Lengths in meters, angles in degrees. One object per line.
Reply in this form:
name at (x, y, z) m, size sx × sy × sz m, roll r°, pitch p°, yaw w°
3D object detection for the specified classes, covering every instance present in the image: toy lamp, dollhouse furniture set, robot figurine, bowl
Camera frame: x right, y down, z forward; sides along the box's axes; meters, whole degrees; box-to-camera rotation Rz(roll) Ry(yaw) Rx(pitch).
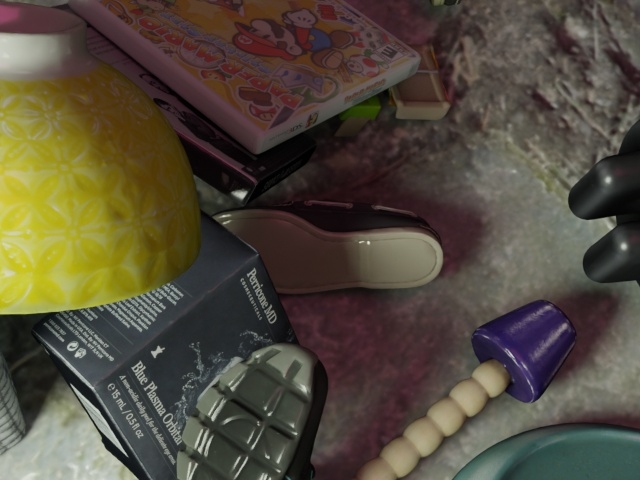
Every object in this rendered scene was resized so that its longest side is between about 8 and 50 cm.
toy lamp at (0.095, 0.146, 1.071) m, size 0.275 × 0.080 × 0.080 m, roll -36°, pitch 79°, yaw -17°
dollhouse furniture set at (0.037, -0.133, 1.190) m, size 0.152 × 0.058 × 0.076 m, roll -2°, pitch 62°, yaw -29°
robot figurine at (0.356, -0.032, 1.122) m, size 0.278 × 0.173 × 0.209 m, roll -8°, pitch 115°, yaw -10°
bowl at (-0.219, -0.075, 0.895) m, size 0.290 × 0.289 × 0.156 m, roll 4°, pitch 110°, yaw -6°

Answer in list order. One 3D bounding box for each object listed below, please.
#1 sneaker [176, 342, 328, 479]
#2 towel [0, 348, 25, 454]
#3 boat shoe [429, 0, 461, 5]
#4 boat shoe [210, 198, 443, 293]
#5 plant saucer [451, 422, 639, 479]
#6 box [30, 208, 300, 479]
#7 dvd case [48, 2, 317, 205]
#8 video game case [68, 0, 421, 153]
sneaker at (-0.055, 0.200, 0.980) m, size 0.101 × 0.106 × 0.267 m, roll 30°, pitch 99°, yaw 41°
towel at (-0.358, 0.139, 0.930) m, size 0.284 × 0.235 × 0.121 m, roll -36°, pitch 75°, yaw -18°
boat shoe at (0.149, -0.314, 1.239) m, size 0.073 × 0.080 × 0.223 m, roll 12°, pitch 65°, yaw 2°
boat shoe at (0.000, 0.000, 1.130) m, size 0.206 × 0.075 × 0.065 m, roll 4°, pitch 27°, yaw -1°
plant saucer at (0.239, 0.247, 0.990) m, size 0.318 × 0.043 × 0.317 m, roll 7°, pitch 38°, yaw -6°
box at (-0.107, 0.087, 1.010) m, size 0.158 × 0.156 × 0.093 m, roll -40°, pitch 46°, yaw -18°
dvd case at (-0.128, -0.121, 1.095) m, size 0.239 × 0.179 × 0.029 m, roll 33°, pitch 110°, yaw 6°
video game case at (-0.061, -0.177, 1.122) m, size 0.227 × 0.026 × 0.206 m, roll 39°, pitch 46°, yaw 22°
